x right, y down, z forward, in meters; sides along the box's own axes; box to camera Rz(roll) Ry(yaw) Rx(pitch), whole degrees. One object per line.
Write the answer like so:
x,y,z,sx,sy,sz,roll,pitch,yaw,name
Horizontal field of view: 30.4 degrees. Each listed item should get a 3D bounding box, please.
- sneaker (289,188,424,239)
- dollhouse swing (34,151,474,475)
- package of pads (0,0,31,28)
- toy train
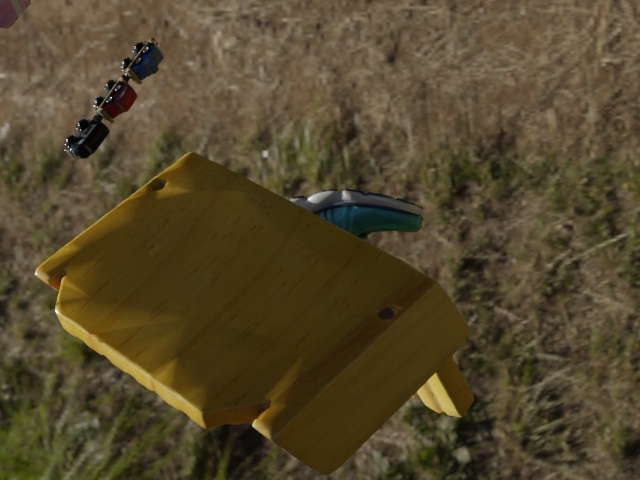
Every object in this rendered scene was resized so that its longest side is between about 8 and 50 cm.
0.000,0.000,1.500,0.275,0.107,0.110,-10,77,14,sneaker
-0.050,0.123,1.237,0.347,0.315,0.305,28,146,34,dollhouse swing
-0.193,-0.156,0.635,0.050,0.032,0.083,18,145,28,package of pads
-0.213,-0.150,1.239,0.036,0.027,0.158,18,68,39,toy train
